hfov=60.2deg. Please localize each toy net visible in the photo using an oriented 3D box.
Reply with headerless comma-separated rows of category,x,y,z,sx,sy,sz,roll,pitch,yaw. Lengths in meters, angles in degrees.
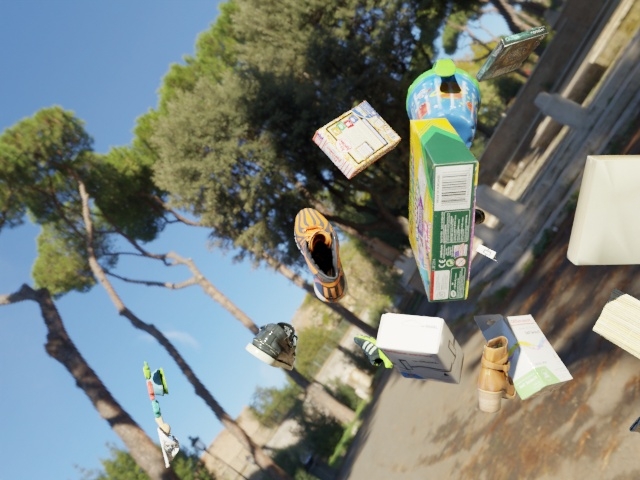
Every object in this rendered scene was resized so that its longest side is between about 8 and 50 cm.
toy net,-0.358,0.393,1.261,0.045,0.232,0.122,-13,-30,-20

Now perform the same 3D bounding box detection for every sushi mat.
sushi mat,0.891,0.266,1.456,0.019,0.316,0.152,-7,-60,-36

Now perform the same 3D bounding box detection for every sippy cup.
sippy cup,0.379,-0.373,1.685,0.240,0.305,0.224,-32,32,33

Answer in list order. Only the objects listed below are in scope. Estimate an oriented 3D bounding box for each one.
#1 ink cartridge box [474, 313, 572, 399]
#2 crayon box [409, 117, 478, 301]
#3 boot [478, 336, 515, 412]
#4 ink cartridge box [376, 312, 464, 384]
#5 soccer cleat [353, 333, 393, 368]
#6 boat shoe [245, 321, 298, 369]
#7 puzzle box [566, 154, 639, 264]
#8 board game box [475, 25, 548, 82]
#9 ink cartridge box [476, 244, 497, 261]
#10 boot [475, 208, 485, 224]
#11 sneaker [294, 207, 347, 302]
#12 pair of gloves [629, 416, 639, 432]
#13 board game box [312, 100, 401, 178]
ink cartridge box,0.756,0.400,2.079,0.207,0.354,0.119,2,-41,-40
crayon box,0.293,-0.084,1.385,0.313,0.106,0.363,-95,0,-61
boot,0.415,0.296,1.282,0.197,0.072,0.153,-13,-74,-63
ink cartridge box,0.236,0.255,1.288,0.203,0.148,0.086,50,-131,-47
soccer cleat,0.149,0.315,1.580,0.179,0.060,0.072,9,83,57
boat shoe,-0.116,0.279,1.530,0.113,0.127,0.340,-58,-16,-8
puzzle box,0.833,-0.073,1.356,0.052,0.408,0.272,-102,12,-67
board game box,0.500,-0.489,1.457,0.126,0.026,0.186,-19,-10,-8
ink cartridge box,0.619,0.047,2.034,0.028,0.083,0.048,-62,-22,5
boot,0.476,-0.086,2.009,0.137,0.197,0.077,-16,-78,-41
sneaker,0.000,0.000,1.535,0.124,0.321,0.180,-19,-35,-6
pair of gloves,1.334,0.674,2.159,0.204,0.042,0.240,22,-72,-38
board game box,0.098,-0.269,1.461,0.193,0.147,0.045,-37,-9,-30
